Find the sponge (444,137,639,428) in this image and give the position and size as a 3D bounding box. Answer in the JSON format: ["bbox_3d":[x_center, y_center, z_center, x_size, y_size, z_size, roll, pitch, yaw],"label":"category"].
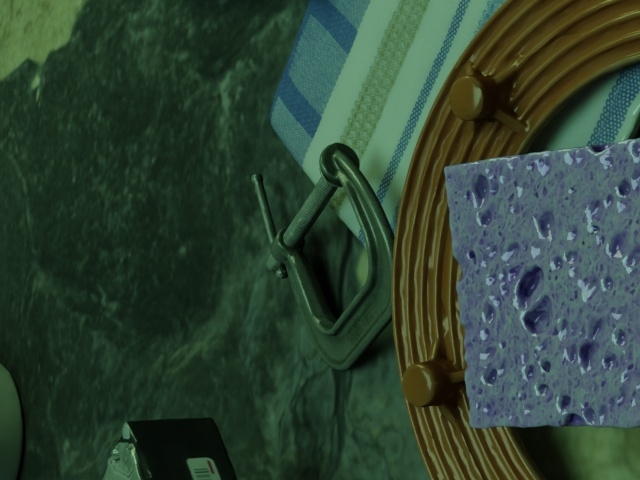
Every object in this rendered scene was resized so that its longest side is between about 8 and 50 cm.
[{"bbox_3d":[0.139,0.016,0.673,0.210,0.031,0.117,-7,87,48],"label":"sponge"}]

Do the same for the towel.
[{"bbox_3d":[0.071,-0.076,0.874,0.285,0.034,0.209,51,127,46],"label":"towel"}]

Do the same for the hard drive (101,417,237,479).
[{"bbox_3d":[-0.095,0.297,0.945,0.237,0.064,0.339,-116,36,-42],"label":"hard drive"}]

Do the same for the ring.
[{"bbox_3d":[0.144,0.031,0.716,0.336,0.032,0.337,2,93,47],"label":"ring"}]

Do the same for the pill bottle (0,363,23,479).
[{"bbox_3d":[-0.374,0.138,1.210,0.169,0.301,0.169,-12,75,51],"label":"pill bottle"}]

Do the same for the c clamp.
[{"bbox_3d":[0.000,0.000,0.929,0.161,0.022,0.137,134,122,-63],"label":"c clamp"}]
